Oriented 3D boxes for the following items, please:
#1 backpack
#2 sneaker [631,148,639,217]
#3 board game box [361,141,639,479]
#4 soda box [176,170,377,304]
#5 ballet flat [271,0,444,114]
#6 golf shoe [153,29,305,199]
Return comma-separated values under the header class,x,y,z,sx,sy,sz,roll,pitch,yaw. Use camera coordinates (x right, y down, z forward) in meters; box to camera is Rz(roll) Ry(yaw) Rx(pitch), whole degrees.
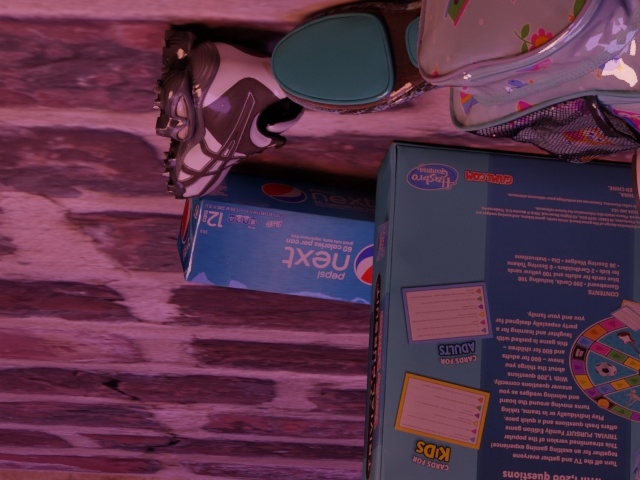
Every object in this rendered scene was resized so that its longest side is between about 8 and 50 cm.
class,x,y,z,sx,sy,sz,roll,pitch,yaw
backpack,0.138,-0.127,0.864,0.188,0.165,0.144,-4,166,44
sneaker,0.341,-0.016,1.365,0.272,0.100,0.108,16,155,-38
board game box,0.161,0.110,1.405,0.254,0.336,0.079,5,165,-6
soda box,0.000,0.000,1.496,0.210,0.071,0.067,8,-157,-13
ballet flat,0.058,-0.112,1.148,0.188,0.070,0.070,-5,163,39
golf shoe,-0.057,-0.073,1.280,0.094,0.077,0.198,3,166,0
